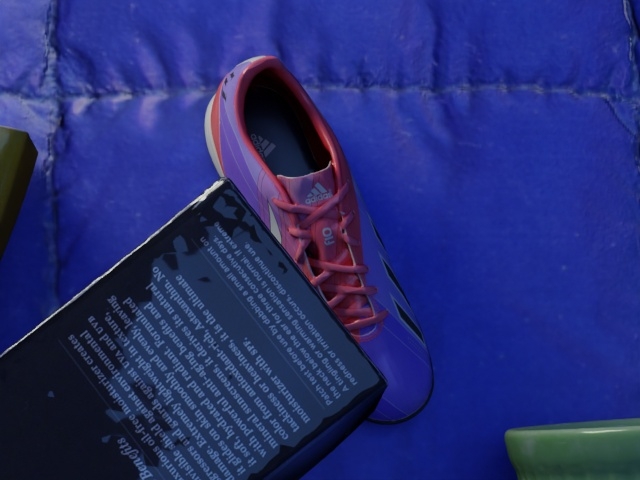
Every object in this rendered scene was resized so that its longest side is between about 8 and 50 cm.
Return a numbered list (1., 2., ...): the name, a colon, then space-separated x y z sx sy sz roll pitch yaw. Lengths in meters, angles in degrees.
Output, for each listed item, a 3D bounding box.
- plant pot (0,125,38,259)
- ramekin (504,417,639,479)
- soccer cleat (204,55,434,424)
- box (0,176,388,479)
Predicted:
1. plant pot: -0.337 -0.003 1.261 0.212 0.212 0.187 10 88 -7
2. ramekin: 0.295 0.207 1.265 0.303 0.303 0.148 -2 84 -10
3. soccer cleat: 0.000 0.000 1.352 0.108 0.116 0.318 -23 81 -15
4. box: -0.120 0.135 1.181 0.294 0.296 0.183 -37 83 -4
